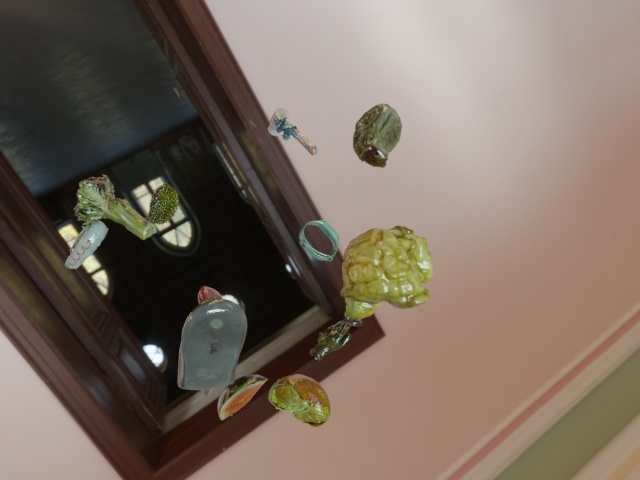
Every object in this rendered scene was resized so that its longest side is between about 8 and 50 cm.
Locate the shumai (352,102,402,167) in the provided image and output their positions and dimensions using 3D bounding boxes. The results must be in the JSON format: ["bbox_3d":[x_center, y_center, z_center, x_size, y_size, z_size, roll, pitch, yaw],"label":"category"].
[{"bbox_3d":[0.275,-0.453,1.911,0.260,0.225,0.222,-56,-142,20],"label":"shumai"}]

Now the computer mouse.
[{"bbox_3d":[-0.335,0.316,1.317,0.189,0.370,0.122,2,-154,-24],"label":"computer mouse"}]

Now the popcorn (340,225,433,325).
[{"bbox_3d":[0.192,0.093,1.248,0.293,0.293,0.236,-18,-130,34],"label":"popcorn"}]

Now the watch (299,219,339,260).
[{"bbox_3d":[0.000,0.000,2.295,0.195,0.237,0.068,-43,-173,-29],"label":"watch"}]

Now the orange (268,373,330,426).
[{"bbox_3d":[-0.105,0.821,2.251,0.262,0.335,0.196,-49,-162,31],"label":"orange"}]

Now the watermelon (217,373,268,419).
[{"bbox_3d":[-0.316,0.605,1.673,0.245,0.119,0.063,-43,-146,-2],"label":"watermelon"}]

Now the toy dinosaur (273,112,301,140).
[{"bbox_3d":[-0.091,-0.302,1.155,0.047,0.083,0.030,-39,-176,39],"label":"toy dinosaur"}]

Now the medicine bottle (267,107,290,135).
[{"bbox_3d":[-0.137,-0.385,1.405,0.052,0.052,0.089,-41,178,-38],"label":"medicine bottle"}]

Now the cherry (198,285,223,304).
[{"bbox_3d":[-0.426,0.282,1.785,0.090,0.225,0.107,-37,-171,-12],"label":"cherry"}]

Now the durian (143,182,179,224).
[{"bbox_3d":[-0.796,-0.169,2.159,0.220,0.137,0.095,-59,174,14],"label":"durian"}]

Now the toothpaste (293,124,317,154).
[{"bbox_3d":[-0.083,-0.477,2.058,0.040,0.047,0.196,-33,-121,-13],"label":"toothpaste"}]

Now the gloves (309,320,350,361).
[{"bbox_3d":[0.058,0.509,2.229,0.268,0.135,0.107,-45,172,-11],"label":"gloves"}]

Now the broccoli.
[{"bbox_3d":[-0.661,-0.091,1.414,0.164,0.304,0.145,-65,162,13],"label":"broccoli"}]

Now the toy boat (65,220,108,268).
[{"bbox_3d":[-0.836,0.005,1.520,0.208,0.079,0.134,-39,-145,21],"label":"toy boat"}]
